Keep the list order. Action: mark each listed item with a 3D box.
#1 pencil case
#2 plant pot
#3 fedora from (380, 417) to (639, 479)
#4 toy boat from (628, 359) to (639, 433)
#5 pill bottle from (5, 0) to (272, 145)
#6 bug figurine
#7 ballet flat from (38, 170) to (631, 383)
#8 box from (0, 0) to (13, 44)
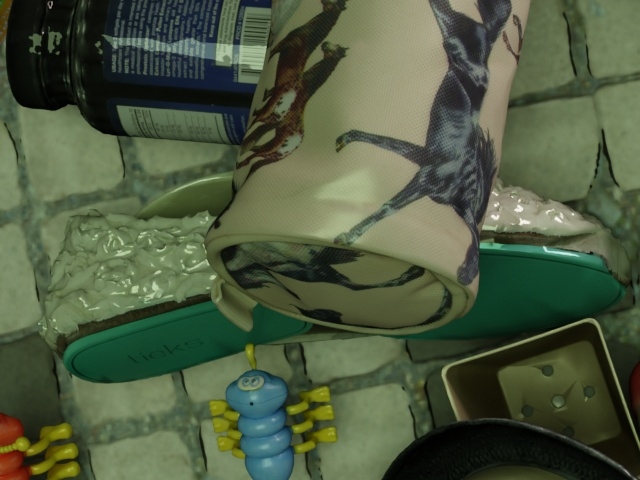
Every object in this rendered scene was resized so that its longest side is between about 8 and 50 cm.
[{"bbox_3d":[0.037,-0.145,1.139,0.183,0.160,0.410,-4,70,45],"label":"pencil case"},{"bbox_3d":[0.155,0.115,1.255,0.109,0.096,0.109,-19,88,12],"label":"plant pot"},{"bbox_3d":[0.106,0.286,1.158,0.334,0.152,0.334,17,117,36],"label":"fedora"},{"bbox_3d":[0.315,0.074,1.219,0.231,0.151,0.151,-15,57,12],"label":"toy boat"},{"bbox_3d":[-0.097,-0.129,1.281,0.219,0.123,0.123,6,93,10],"label":"pill bottle"},{"bbox_3d":[-0.120,0.188,1.297,0.279,0.072,0.216,-10,108,11],"label":"bug figurine"},{"bbox_3d":[0.000,0.000,1.270,0.409,0.147,0.147,-8,90,10],"label":"ballet flat"},{"bbox_3d":[-0.285,-0.176,1.323,0.114,0.103,0.203,34,98,8],"label":"box"}]
